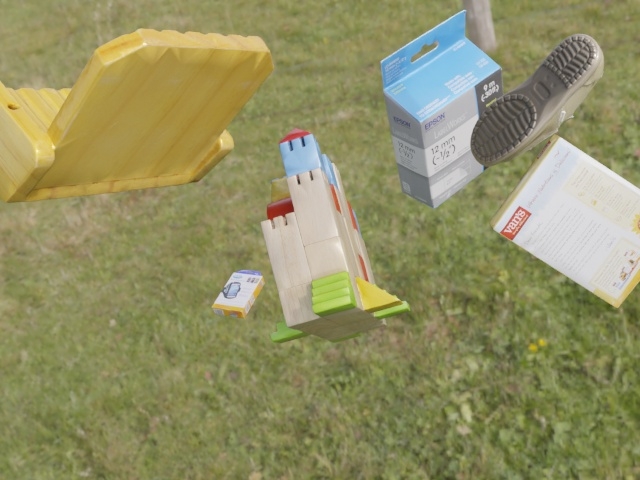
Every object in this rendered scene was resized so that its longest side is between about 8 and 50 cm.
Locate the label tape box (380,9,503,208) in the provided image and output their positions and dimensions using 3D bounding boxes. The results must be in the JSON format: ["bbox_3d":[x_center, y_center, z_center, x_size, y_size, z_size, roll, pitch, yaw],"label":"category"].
[{"bbox_3d":[0.275,-0.279,1.785,0.249,0.347,0.115,-35,46,-22],"label":"label tape box"}]

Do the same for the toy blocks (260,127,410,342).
[{"bbox_3d":[0.000,0.000,1.201,0.191,0.260,0.381,-17,-14,8],"label":"toy blocks"}]

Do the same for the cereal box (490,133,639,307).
[{"bbox_3d":[0.409,-0.029,1.273,0.173,0.240,0.047,-56,6,16],"label":"cereal box"}]

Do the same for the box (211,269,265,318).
[{"bbox_3d":[-0.188,0.123,1.934,0.081,0.028,0.136,6,41,23],"label":"box"}]

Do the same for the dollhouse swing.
[{"bbox_3d":[-0.299,-0.236,1.186,0.347,0.305,0.315,-12,50,-48],"label":"dollhouse swing"}]

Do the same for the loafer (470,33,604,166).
[{"bbox_3d":[0.358,-0.213,1.338,0.268,0.092,0.102,-43,56,32],"label":"loafer"}]
